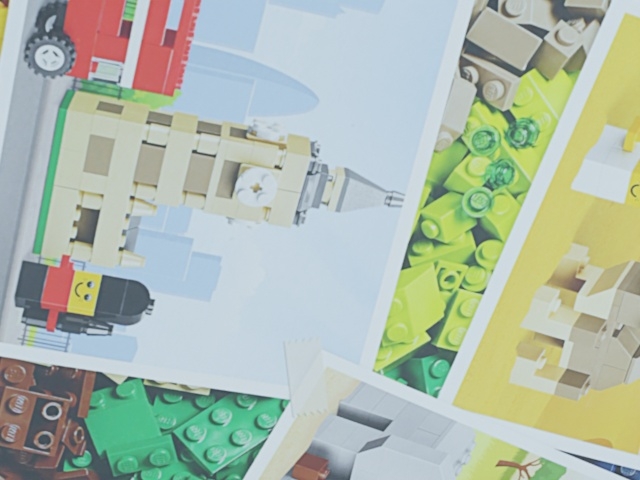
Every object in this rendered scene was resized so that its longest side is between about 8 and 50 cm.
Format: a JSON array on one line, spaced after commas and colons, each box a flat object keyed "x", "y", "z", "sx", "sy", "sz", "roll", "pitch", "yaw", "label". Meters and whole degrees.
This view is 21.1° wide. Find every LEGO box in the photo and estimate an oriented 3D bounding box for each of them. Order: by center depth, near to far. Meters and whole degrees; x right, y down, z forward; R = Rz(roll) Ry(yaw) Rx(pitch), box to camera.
[{"x": 0.000, "y": 0.000, "z": 0.667, "sx": 0.372, "sy": 0.500, "sz": 0.193, "roll": 17, "pitch": 21, "yaw": -15, "label": "LEGO box"}]
